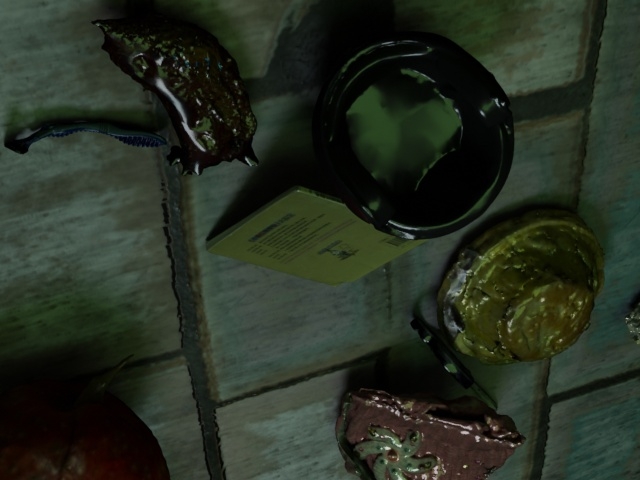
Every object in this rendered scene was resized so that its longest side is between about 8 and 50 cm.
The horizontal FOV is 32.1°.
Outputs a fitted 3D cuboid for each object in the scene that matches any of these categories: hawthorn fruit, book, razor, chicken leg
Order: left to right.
[{"bbox_3d":[-0.291,0.279,1.213,0.258,0.258,0.261,-15,121,-14],"label":"hawthorn fruit"},{"bbox_3d":[-0.222,-0.100,1.071,0.155,0.044,0.028,-5,103,-25],"label":"razor"},{"bbox_3d":[-0.123,-0.141,1.058,0.105,0.063,0.234,-42,136,-15],"label":"chicken leg"},{"bbox_3d":[0.000,0.000,1.218,0.192,0.013,0.168,17,148,-36],"label":"book"}]

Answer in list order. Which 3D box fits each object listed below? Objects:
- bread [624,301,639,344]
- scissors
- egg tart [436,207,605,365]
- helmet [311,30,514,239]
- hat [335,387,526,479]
[{"bbox_3d":[0.493,0.098,1.556,0.106,0.082,0.125,18,108,-47],"label":"bread"},{"bbox_3d":[0.192,0.182,1.484,0.022,0.109,0.300,-40,146,2],"label":"scissors"},{"bbox_3d":[0.264,0.073,1.407,0.241,0.106,0.241,-12,128,-16],"label":"egg tart"},{"bbox_3d":[0.090,-0.105,1.104,0.189,0.193,0.216,-41,116,5],"label":"helmet"},{"bbox_3d":[0.129,0.300,1.499,0.237,0.107,0.286,16,143,4],"label":"hat"}]
